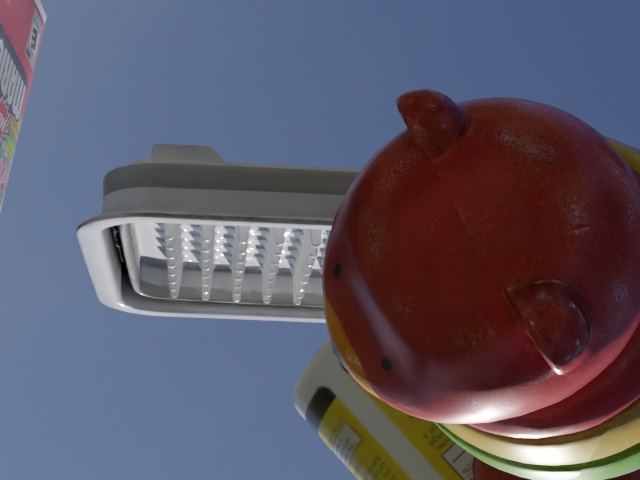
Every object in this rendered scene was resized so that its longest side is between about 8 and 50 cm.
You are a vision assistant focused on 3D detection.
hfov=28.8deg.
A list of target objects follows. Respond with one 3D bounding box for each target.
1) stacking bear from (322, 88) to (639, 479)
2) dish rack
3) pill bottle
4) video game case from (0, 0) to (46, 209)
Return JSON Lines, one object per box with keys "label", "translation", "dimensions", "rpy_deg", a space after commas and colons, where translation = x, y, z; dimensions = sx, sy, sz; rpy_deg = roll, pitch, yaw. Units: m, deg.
{"label": "stacking bear", "translation": [0.089, 0.025, 0.519], "dimensions": [0.164, 0.289, 0.175], "rpy_deg": [-26, -109, 13]}
{"label": "dish rack", "translation": [0.000, 0.000, 0.910], "dimensions": [0.285, 0.333, 0.072], "rpy_deg": [109, -18, -74]}
{"label": "pill bottle", "translation": [0.092, 0.131, 0.731], "dimensions": [0.119, 0.119, 0.208], "rpy_deg": [-48, -111, 12]}
{"label": "video game case", "translation": [-0.227, -0.072, 0.763], "dimensions": [0.204, 0.025, 0.285], "rpy_deg": [89, 8, -68]}
